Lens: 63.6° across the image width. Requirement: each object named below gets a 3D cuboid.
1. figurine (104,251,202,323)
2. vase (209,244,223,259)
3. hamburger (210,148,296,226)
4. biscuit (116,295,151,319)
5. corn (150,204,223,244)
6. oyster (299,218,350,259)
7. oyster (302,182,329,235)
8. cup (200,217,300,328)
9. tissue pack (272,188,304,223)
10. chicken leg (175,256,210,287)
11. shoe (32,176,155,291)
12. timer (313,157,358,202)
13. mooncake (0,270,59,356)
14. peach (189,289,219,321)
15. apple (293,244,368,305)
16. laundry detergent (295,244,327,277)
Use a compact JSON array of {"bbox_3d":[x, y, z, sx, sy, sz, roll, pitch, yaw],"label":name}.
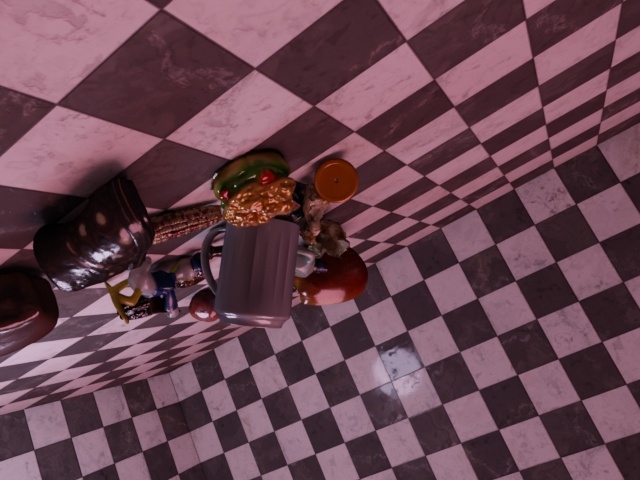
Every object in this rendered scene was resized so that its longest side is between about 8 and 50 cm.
[{"bbox_3d":[-0.515,0.161,1.746,0.338,0.204,0.283,-33,143,-18],"label":"figurine"},{"bbox_3d":[-0.300,0.030,1.786,0.183,0.120,0.120,-5,161,-14],"label":"vase"},{"bbox_3d":[-0.167,-0.122,1.360,0.237,0.148,0.237,-21,166,-6],"label":"hamburger"},{"bbox_3d":[-0.712,0.268,2.062,0.195,0.053,0.194,-22,166,-6],"label":"biscuit"},{"bbox_3d":[-0.380,-0.051,1.425,0.237,0.079,0.079,-20,165,-26],"label":"corn"},{"bbox_3d":[0.008,0.003,2.025,0.133,0.198,0.337,-55,-177,-19],"label":"oyster"},{"bbox_3d":[-0.006,-0.098,1.610,0.081,0.190,0.163,-2,160,15],"label":"oyster"},{"bbox_3d":[-0.236,0.097,1.619,0.323,0.326,0.237,5,174,18],"label":"cup"},{"bbox_3d":[-0.107,-0.111,1.607,0.103,0.090,0.170,-31,165,13],"label":"tissue pack"},{"bbox_3d":[-0.463,0.115,1.932,0.106,0.051,0.253,-3,152,-43],"label":"chicken leg"},{"bbox_3d":[-0.518,-0.004,1.167,0.237,0.171,0.384,-21,174,-28],"label":"shoe"},{"bbox_3d":[0.046,-0.188,1.583,0.132,0.132,0.152,-25,-171,4],"label":"timer"},{"bbox_3d":[-0.865,0.194,1.313,0.326,0.174,0.334,-23,164,-11],"label":"mooncake"},{"bbox_3d":[-0.507,0.283,2.324,0.152,0.152,0.152,-23,166,-6],"label":"peach"},{"bbox_3d":[0.009,0.147,2.266,0.365,0.295,0.329,-20,176,-42],"label":"apple"},{"bbox_3d":[-0.107,0.068,1.955,0.281,0.105,0.215,13,156,-1],"label":"laundry detergent"}]
